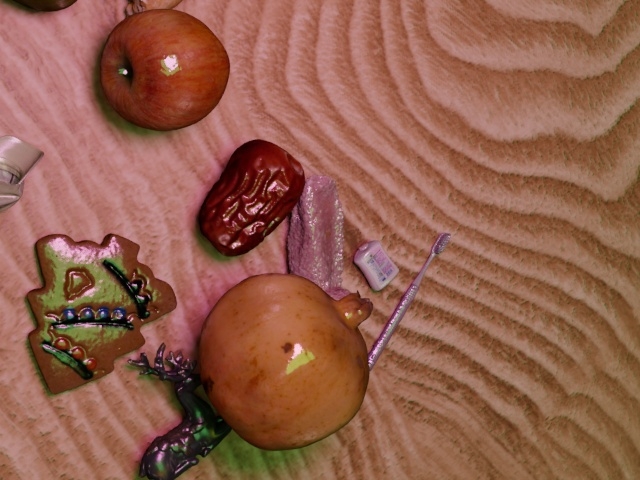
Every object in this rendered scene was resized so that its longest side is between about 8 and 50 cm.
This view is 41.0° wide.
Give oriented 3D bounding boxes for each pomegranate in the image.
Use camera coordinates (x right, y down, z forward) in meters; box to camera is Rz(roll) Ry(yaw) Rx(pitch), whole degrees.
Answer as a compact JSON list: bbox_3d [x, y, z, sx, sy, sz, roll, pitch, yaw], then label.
[{"bbox_3d":[-0.052,0.203,1.548,0.343,0.342,0.342,-2,94,-29],"label":"pomegranate"}]

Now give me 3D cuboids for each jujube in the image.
[{"bbox_3d":[-0.133,-0.080,1.606,0.155,0.155,0.230,43,83,-24],"label":"jujube"}]

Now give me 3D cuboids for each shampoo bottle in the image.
[{"bbox_3d":[0.114,0.048,1.803,0.072,0.043,0.099,-44,111,-20],"label":"shampoo bottle"}]

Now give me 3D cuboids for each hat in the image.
[{"bbox_3d":[-0.544,-0.110,1.427,0.122,0.081,0.166,27,59,11],"label":"hat"}]

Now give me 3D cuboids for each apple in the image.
[{"bbox_3d":[-0.271,-0.293,1.478,0.188,0.211,0.211,-11,99,-51],"label":"apple"}]

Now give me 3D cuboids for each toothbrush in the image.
[{"bbox_3d":[0.191,0.128,1.859,0.024,0.029,0.354,36,77,-12],"label":"toothbrush"}]

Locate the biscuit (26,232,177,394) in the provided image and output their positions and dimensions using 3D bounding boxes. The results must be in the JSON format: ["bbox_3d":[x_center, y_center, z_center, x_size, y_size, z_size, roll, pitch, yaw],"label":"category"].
[{"bbox_3d":[-0.405,0.135,1.525,0.278,0.043,0.301,24,82,-28],"label":"biscuit"}]

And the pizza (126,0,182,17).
[{"bbox_3d":[-0.270,-0.554,1.538,0.182,0.074,0.365,22,83,-30],"label":"pizza"}]

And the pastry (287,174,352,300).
[{"bbox_3d":[-0.008,0.003,1.701,0.103,0.112,0.265,-6,90,-40],"label":"pastry"}]

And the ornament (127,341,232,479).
[{"bbox_3d":[-0.287,0.308,1.570,0.202,0.080,0.236,-35,118,-28],"label":"ornament"}]

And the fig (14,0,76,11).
[{"bbox_3d":[-0.515,-0.450,1.390,0.259,0.151,0.151,-3,95,-11],"label":"fig"}]
